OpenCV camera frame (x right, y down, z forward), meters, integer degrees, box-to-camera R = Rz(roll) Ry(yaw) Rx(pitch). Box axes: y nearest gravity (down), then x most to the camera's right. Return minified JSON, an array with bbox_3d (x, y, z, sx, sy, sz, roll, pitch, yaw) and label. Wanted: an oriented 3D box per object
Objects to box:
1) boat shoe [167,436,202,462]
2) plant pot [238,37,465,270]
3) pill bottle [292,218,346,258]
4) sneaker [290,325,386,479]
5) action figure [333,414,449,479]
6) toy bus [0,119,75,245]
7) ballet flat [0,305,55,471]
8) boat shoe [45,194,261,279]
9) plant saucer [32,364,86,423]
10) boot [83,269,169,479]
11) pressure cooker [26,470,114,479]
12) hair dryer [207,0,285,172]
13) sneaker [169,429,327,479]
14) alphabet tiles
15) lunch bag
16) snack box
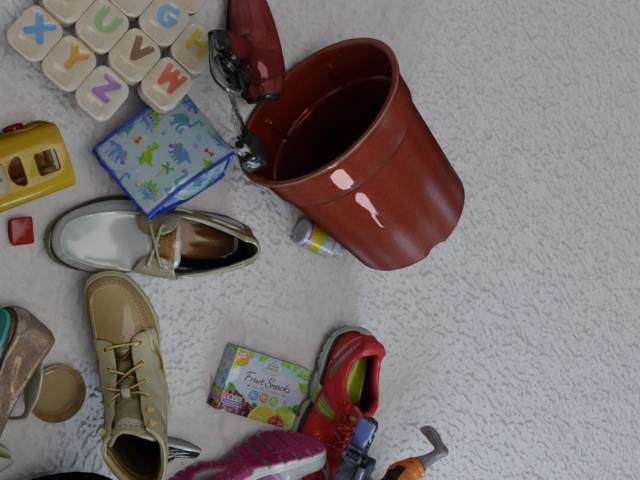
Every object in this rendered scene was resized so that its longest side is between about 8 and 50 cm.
[{"bbox_3d":[-0.236,0.309,1.652,0.125,0.046,0.038,15,89,-29],"label":"boat shoe"},{"bbox_3d":[0.065,-0.109,1.660,0.272,0.272,0.265,-54,128,-13],"label":"plant pot"},{"bbox_3d":[0.000,0.000,1.749,0.083,0.043,0.043,25,84,-33],"label":"pill bottle"},{"bbox_3d":[0.033,0.274,1.766,0.107,0.118,0.279,10,95,-32],"label":"sneaker"},{"bbox_3d":[0.102,0.418,1.746,0.330,0.178,0.341,-27,143,-46],"label":"action figure"},{"bbox_3d":[-0.418,-0.084,1.443,0.191,0.104,0.202,26,83,-32],"label":"toy bus"},{"bbox_3d":[-0.440,0.244,1.487,0.106,0.107,0.316,33,81,-45],"label":"ballet flat"},{"bbox_3d":[-0.226,-0.003,1.574,0.302,0.103,0.113,-2,99,-31],"label":"boat shoe"},{"bbox_3d":[-0.370,0.214,1.572,0.083,0.015,0.083,-5,100,-31],"label":"plant saucer"},{"bbox_3d":[-0.260,0.190,1.508,0.095,0.203,0.262,-10,115,-2],"label":"boot"},{"bbox_3d":[-0.329,0.559,1.453,0.370,0.375,0.420,-19,109,-2],"label":"pressure cooker"},{"bbox_3d":[-0.097,-0.264,1.557,0.080,0.293,0.223,-8,142,4],"label":"hair dryer"},{"bbox_3d":[-0.105,0.376,1.711,0.252,0.103,0.111,-20,114,-12],"label":"sneaker"},{"bbox_3d":[-0.272,-0.308,1.498,0.284,0.021,0.278,42,64,-15],"label":"alphabet tiles"},{"bbox_3d":[-0.217,-0.113,1.542,0.151,0.096,0.129,-37,81,-30],"label":"lunch bag"},{"bbox_3d":[-0.093,0.225,1.731,0.141,0.037,0.100,21,85,-32],"label":"snack box"}]
